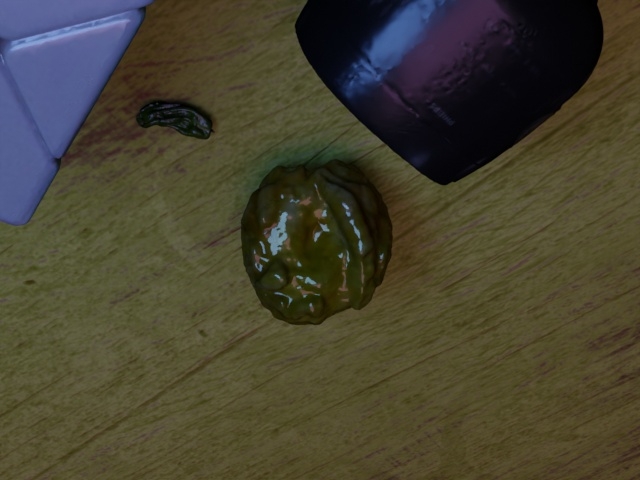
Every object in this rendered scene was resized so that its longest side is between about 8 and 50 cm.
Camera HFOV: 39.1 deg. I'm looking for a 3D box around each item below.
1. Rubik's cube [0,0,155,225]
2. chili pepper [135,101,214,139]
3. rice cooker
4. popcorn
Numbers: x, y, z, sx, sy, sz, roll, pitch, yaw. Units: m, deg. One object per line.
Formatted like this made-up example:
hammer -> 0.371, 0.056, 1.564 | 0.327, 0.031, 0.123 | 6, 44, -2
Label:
Rubik's cube -> -0.308, -0.261, 0.715 | 0.318, 0.316, 0.322 | 22, 123, -27
chili pepper -> -0.164, -0.137, 1.021 | 0.091, 0.030, 0.034 | 11, 152, -9
rice cooker -> 0.121, -0.206, 0.852 | 0.267, 0.267, 0.224 | 35, 112, -27
popcorn -> -0.002, -0.001, 1.063 | 0.197, 0.155, 0.198 | 1, 101, 3
